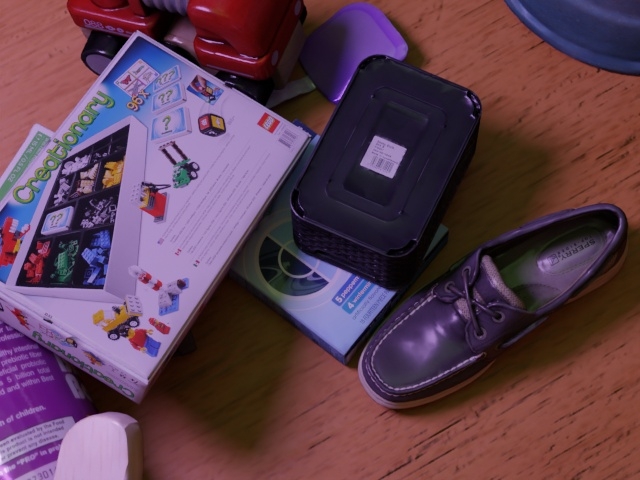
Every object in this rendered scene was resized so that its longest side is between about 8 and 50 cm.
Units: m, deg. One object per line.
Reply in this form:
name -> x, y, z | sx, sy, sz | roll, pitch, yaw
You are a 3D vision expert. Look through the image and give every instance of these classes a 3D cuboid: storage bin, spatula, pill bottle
storage bin -> 0.059, -0.063, 1.573 | 0.122, 0.084, 0.180 | 24, 69, 10
spatula -> -0.056, -0.130, 1.674 | 0.296, 0.030, 0.084 | -32, 71, -8
pill bottle -> -0.297, 0.133, 1.520 | 0.169, 0.169, 0.301 | -28, 72, -7

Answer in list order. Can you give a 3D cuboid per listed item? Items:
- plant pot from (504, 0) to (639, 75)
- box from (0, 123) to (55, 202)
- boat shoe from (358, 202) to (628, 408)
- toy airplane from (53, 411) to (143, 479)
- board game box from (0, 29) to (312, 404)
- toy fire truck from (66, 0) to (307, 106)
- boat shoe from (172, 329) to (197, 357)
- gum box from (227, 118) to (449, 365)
plant pot -> 0.318, -0.363, 1.561 | 0.341, 0.334, 0.341 | 0, 76, 2
box -> -0.248, -0.033, 1.611 | 0.087, 0.102, 0.101 | 28, 73, 10
boat shoe -> 0.157, 0.049, 1.565 | 0.285, 0.092, 0.103 | -30, 72, -7
toy airplane -> -0.180, 0.378, 1.302 | 0.384, 0.272, 0.386 | -38, 88, 12
board game box -> -0.161, -0.028, 1.524 | 0.193, 0.053, 0.305 | 32, 57, 2
toy fire truck -> -0.132, -0.258, 1.595 | 0.217, 0.246, 0.158 | 16, 67, 19
boat shoe -> -0.149, 0.012, 1.608 | 0.065, 0.075, 0.206 | -4, 76, 0
gum box -> 0.000, 0.000, 1.618 | 0.184, 0.041, 0.157 | 36, 75, 14
